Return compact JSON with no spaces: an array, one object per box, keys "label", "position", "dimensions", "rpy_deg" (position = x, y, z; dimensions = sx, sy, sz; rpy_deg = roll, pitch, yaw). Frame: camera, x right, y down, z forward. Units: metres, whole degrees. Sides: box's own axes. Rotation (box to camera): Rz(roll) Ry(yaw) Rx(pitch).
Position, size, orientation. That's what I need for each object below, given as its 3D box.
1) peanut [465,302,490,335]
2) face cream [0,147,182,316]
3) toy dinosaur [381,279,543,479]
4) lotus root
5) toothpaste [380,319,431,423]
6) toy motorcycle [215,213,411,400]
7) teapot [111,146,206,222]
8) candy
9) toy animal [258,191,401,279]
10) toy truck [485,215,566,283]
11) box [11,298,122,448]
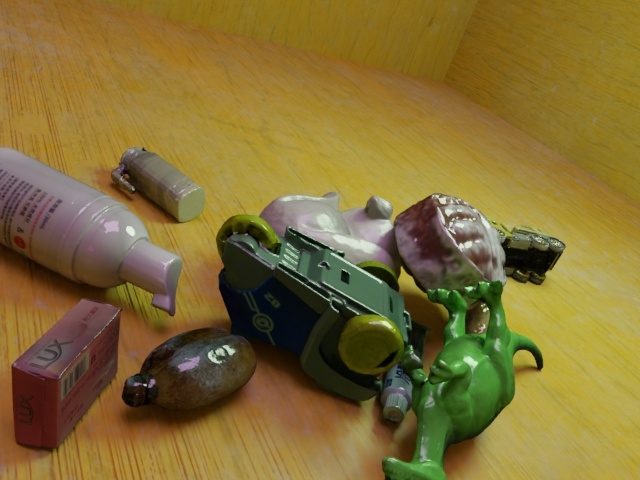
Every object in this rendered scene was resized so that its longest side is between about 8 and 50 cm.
[{"label":"peanut","position":[0.308,0.158,1.144],"dimensions":[0.080,0.080,0.174],"rpy_deg":[24,29,7]},{"label":"face cream","position":[-0.364,-0.007,0.914],"dimensions":[0.370,0.145,0.145],"rpy_deg":[25,28,8]},{"label":"toy dinosaur","position":[0.266,0.265,0.894],"dimensions":[0.500,0.144,0.374],"rpy_deg":[35,53,-38]},{"label":"lotus root","position":[-0.173,0.174,0.777],"dimensions":[0.113,0.088,0.192],"rpy_deg":[20,23,36]},{"label":"toothpaste","position":[0.142,0.203,0.987],"dimensions":[0.075,0.048,0.297],"rpy_deg":[24,25,5]},{"label":"toy motorcycle","position":[-0.033,0.101,0.911],"dimensions":[0.326,0.200,0.191],"rpy_deg":[28,26,-9]},{"label":"teapot","position":[-0.341,-0.113,1.203],"dimensions":[0.200,0.077,0.107],"rpy_deg":[35,50,25]},{"label":"candy","position":[0.247,0.018,1.083],"dimensions":[0.289,0.157,0.214],"rpy_deg":[8,49,-60]},{"label":"toy animal","position":[0.000,0.000,1.086],"dimensions":[0.265,0.206,0.271],"rpy_deg":[6,33,-33]},{"label":"toy truck","position":[0.467,0.009,1.468],"dimensions":[0.272,0.124,0.157],"rpy_deg":[9,30,-23]},{"label":"box","position":[-0.299,0.154,0.700],"dimensions":[0.060,0.111,0.156],"rpy_deg":[15,26,5]}]
